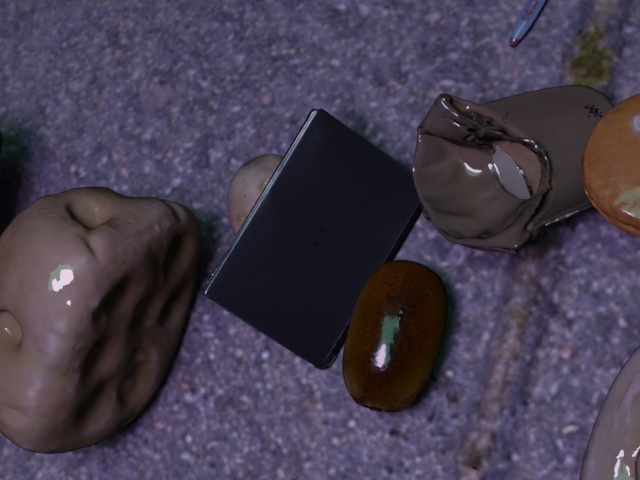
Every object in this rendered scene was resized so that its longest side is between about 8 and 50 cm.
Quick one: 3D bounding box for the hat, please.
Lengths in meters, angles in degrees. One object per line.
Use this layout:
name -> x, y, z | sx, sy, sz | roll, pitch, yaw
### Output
hat -> 0.170, -0.047, 0.965 | 0.175, 0.085, 0.147 | -11, 63, -11

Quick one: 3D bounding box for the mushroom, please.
mushroom -> -0.042, -0.031, 1.018 | 0.084, 0.067, 0.083 | 2, 93, 51

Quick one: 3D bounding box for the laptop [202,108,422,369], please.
laptop -> 0.000, 0.000, 0.981 | 0.129, 0.016, 0.180 | 34, 82, -20

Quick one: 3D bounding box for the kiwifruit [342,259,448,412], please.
kiwifruit -> 0.059, 0.074, 0.952 | 0.075, 0.075, 0.124 | 13, 74, 21

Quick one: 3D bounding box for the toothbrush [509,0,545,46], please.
toothbrush -> 0.211, -0.247, 1.034 | 0.013, 0.019, 0.193 | 29, 85, 23

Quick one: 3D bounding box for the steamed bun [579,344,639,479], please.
steamed bun -> 0.352, 0.226, 0.713 | 0.368, 0.255, 0.342 | 7, 85, 46

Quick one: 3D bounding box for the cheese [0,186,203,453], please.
cheese -> -0.190, 0.052, 0.966 | 0.117, 0.218, 0.235 | 22, 59, 17

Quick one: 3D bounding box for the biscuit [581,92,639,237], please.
biscuit -> 0.361, -0.079, 0.877 | 0.340, 0.047, 0.215 | -7, 63, 7

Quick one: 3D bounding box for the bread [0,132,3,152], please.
bread -> -0.379, -0.047, 1.097 | 0.260, 0.134, 0.129 | -3, 83, 22
